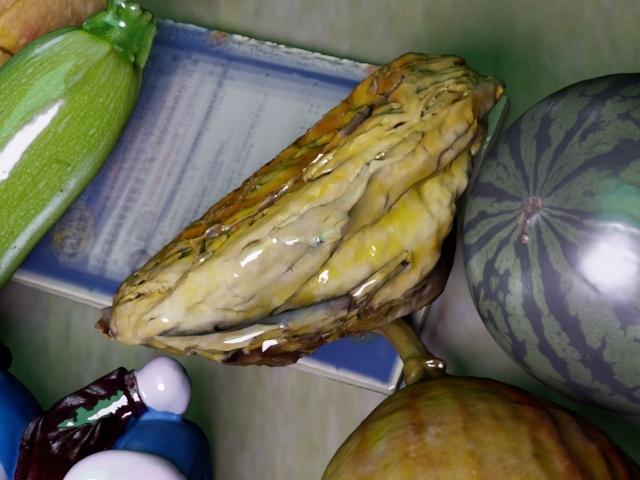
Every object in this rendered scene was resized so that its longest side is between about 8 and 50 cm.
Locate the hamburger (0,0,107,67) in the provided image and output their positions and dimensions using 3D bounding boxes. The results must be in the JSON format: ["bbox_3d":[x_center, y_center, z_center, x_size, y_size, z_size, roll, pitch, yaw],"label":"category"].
[{"bbox_3d":[-0.226,-0.246,1.412,0.155,0.245,0.282,19,31,31],"label":"hamburger"}]

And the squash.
[{"bbox_3d":[-0.249,-0.013,1.326,0.107,0.107,0.395,43,99,29],"label":"squash"}]

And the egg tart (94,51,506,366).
[{"bbox_3d":[0.000,0.000,1.181,0.297,0.297,0.132,-32,101,5],"label":"egg tart"}]

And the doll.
[{"bbox_3d":[-0.226,0.178,1.192,0.310,0.240,0.284,2,99,5],"label":"doll"}]

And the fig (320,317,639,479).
[{"bbox_3d":[0.071,0.134,1.125,0.217,0.217,0.321,-27,48,7],"label":"fig"}]

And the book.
[{"bbox_3d":[-0.050,-0.035,1.337,0.322,0.018,0.228,16,74,25],"label":"book"}]

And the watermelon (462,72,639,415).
[{"bbox_3d":[0.191,0.003,1.125,0.212,0.212,0.212,-8,65,17],"label":"watermelon"}]
